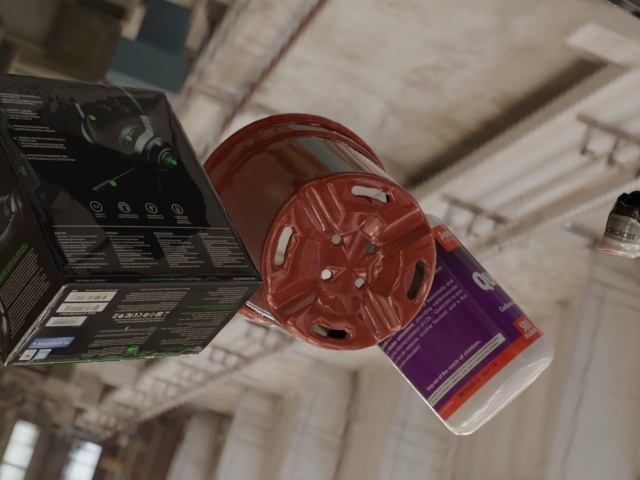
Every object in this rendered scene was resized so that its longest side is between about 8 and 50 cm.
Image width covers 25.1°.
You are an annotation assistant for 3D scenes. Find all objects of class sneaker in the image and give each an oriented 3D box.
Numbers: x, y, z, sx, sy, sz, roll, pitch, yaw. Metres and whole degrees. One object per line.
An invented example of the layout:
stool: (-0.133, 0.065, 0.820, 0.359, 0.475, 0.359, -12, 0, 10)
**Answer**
sneaker: (0.405, -0.027, 1.811, 0.170, 0.063, 0.075, -14, 121, -54)

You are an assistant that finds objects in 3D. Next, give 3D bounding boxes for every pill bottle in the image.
pill bottle: (0.150, 0.092, 1.942, 0.181, 0.323, 0.181, -40, 169, -9)

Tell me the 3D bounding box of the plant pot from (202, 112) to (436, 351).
plant pot: (0.000, 0.000, 1.682, 0.272, 0.272, 0.265, -69, -162, 5)

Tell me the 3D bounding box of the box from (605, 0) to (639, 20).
box: (0.395, -0.425, 1.068, 0.480, 0.297, 0.472, -62, 179, 32)

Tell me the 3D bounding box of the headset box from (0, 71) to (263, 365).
headset box: (-0.234, -0.031, 1.435, 0.131, 0.246, 0.283, -47, -121, 33)
